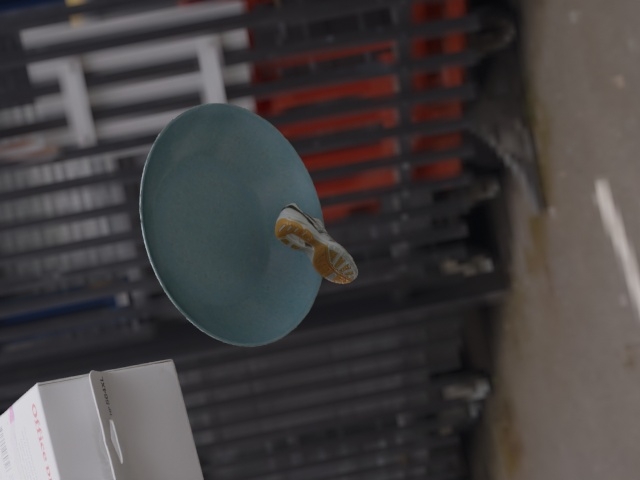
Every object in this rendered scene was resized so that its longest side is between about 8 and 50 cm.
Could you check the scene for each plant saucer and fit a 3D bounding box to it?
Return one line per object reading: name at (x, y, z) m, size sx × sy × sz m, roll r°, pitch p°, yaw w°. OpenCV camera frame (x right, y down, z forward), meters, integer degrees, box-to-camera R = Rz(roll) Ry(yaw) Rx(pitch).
plant saucer at (-0.076, -0.010, 1.431) m, size 0.037 × 0.195 × 0.195 m, roll -15°, pitch 85°, yaw 45°

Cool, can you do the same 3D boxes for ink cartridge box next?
ink cartridge box at (-0.135, 0.134, 1.096) m, size 0.143 × 0.090 × 0.092 m, roll -36°, pitch 67°, yaw 58°

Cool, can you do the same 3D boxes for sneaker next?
sneaker at (0.000, 0.000, 1.460) m, size 0.083 × 0.032 × 0.037 m, roll 41°, pitch -149°, yaw -24°
